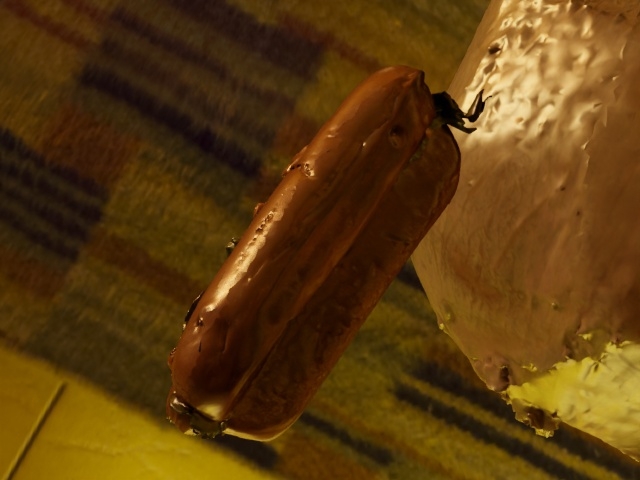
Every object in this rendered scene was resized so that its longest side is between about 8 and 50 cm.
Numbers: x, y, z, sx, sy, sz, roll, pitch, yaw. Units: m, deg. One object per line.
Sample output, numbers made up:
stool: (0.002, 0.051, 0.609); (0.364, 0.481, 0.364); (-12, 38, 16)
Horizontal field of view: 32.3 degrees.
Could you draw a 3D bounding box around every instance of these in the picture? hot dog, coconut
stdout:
hot dog: (0.000, 0.000, 0.448); (0.188, 0.055, 0.072); (-53, 137, -20)
coconut: (0.193, -0.008, 0.611); (0.297, 0.297, 0.255); (16, 91, -8)
